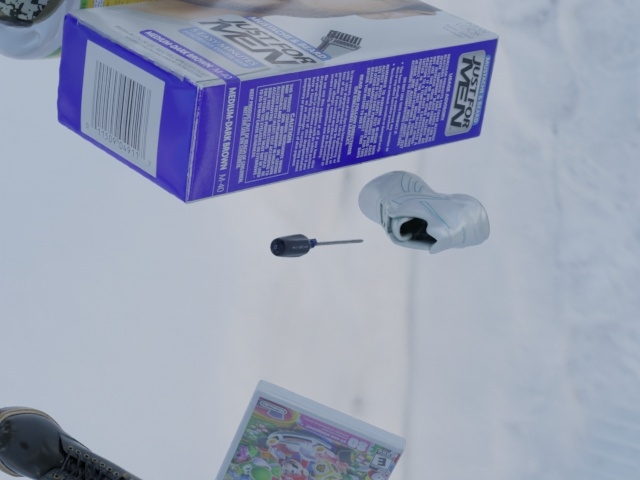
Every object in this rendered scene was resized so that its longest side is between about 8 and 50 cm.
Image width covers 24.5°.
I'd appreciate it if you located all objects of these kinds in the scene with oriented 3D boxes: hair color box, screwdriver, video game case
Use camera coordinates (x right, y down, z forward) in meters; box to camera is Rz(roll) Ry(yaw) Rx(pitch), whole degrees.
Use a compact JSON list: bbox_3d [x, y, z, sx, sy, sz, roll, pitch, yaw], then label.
[{"bbox_3d":[-0.031,-0.140,1.262,0.185,0.338,0.110,31,122,39],"label":"hair color box"},{"bbox_3d":[0.000,0.000,1.520,0.024,0.170,0.025,-25,84,30],"label":"screwdriver"},{"bbox_3d":[-0.014,0.139,0.829,0.011,0.087,0.122,-70,3,-54],"label":"video game case"}]

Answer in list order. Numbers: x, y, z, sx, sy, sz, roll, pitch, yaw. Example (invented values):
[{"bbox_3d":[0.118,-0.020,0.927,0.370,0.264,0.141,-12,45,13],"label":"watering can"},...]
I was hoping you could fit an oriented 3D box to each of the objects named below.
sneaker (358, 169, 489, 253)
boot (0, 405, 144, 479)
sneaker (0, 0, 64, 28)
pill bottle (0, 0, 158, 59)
[{"bbox_3d":[0.075,-0.024,1.279,0.152,0.061,0.054,18,122,51],"label":"sneaker"},{"bbox_3d":[-0.256,0.242,1.576,0.137,0.198,0.077,15,76,34],"label":"boot"},{"bbox_3d":[-0.189,-0.351,1.156,0.182,0.158,0.410,42,119,48],"label":"sneaker"},{"bbox_3d":[-0.230,-0.255,1.502,0.136,0.245,0.136,5,101,30],"label":"pill bottle"}]
